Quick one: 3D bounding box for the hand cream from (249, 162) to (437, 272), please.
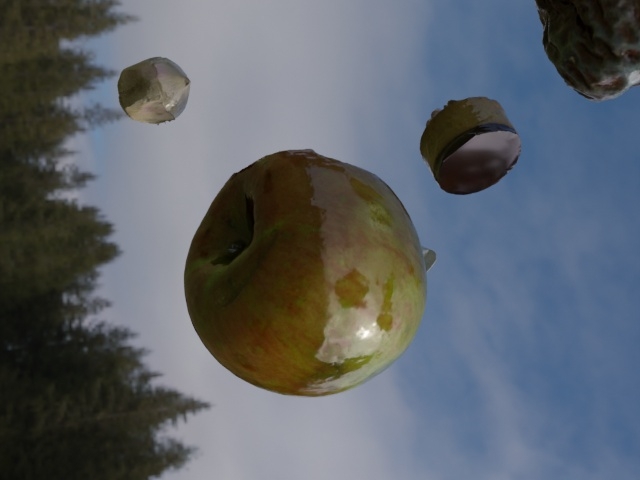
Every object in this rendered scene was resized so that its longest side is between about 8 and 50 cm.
[{"bbox_3d":[0.000,0.000,1.650,0.358,0.185,0.118,35,-18,19],"label":"hand cream"}]

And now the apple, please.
[{"bbox_3d":[-0.014,0.047,1.368,0.339,0.339,0.340,175,-90,-72],"label":"apple"}]

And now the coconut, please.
[{"bbox_3d":[-0.267,-0.246,1.631,0.124,0.110,0.110,-11,-98,29],"label":"coconut"}]

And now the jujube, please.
[{"bbox_3d":[0.415,-0.364,1.416,0.226,0.225,0.317,-177,-108,-72],"label":"jujube"}]

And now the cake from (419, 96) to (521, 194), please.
[{"bbox_3d":[0.284,-0.212,1.962,0.208,0.185,0.178,75,-6,-59],"label":"cake"}]
